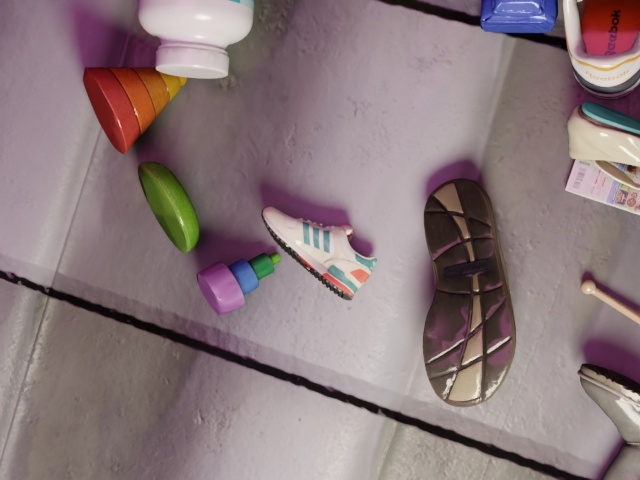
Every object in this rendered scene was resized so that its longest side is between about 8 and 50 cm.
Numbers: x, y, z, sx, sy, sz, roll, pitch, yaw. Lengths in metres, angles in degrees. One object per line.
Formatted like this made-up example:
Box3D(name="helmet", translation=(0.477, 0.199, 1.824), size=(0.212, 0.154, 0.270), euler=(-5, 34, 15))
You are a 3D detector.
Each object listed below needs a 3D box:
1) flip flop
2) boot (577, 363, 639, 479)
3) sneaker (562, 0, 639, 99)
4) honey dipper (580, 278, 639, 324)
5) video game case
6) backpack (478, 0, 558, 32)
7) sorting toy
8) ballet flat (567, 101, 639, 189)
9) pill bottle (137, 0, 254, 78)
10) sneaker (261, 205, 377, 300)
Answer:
Box3D(name="flip flop", translation=(0.178, 0.063, 1.333), size=(0.112, 0.080, 0.277), euler=(-10, 71, 18))
Box3D(name="boot", translation=(0.343, 0.272, 1.290), size=(0.189, 0.076, 0.208), euler=(31, 103, 15))
Box3D(name="sneaker", translation=(0.346, -0.332, 1.273), size=(0.126, 0.127, 0.321), euler=(0, 87, 15))
Box3D(name="honey dipper", translation=(0.377, 0.094, 1.301), size=(0.160, 0.030, 0.030), euler=(34, 96, 14))
Box3D(name="video game case", translation=(0.365, -0.082, 1.318), size=(0.122, 0.011, 0.087), euler=(20, 93, 14))
Box3D(name="backpack", translation=(0.241, -0.315, 1.311), size=(0.098, 0.101, 0.120), euler=(4, 88, 5))
Box3D(name="sorting toy", translation=(-0.166, -0.087, 1.422), size=(0.126, 0.127, 0.365), euler=(-30, 84, -18))
Box3D(name="ballet flat", translation=(0.402, -0.089, 1.271), size=(0.248, 0.086, 0.086), euler=(21, 93, 15))
Box3D(name="pill bottle", translation=(-0.153, -0.342, 1.385), size=(0.146, 0.146, 0.264), euler=(4, 90, 14))
Box3D(name="sneaker", translation=(0.000, 0.000, 1.391), size=(0.161, 0.057, 0.075), euler=(41, 81, 13))
